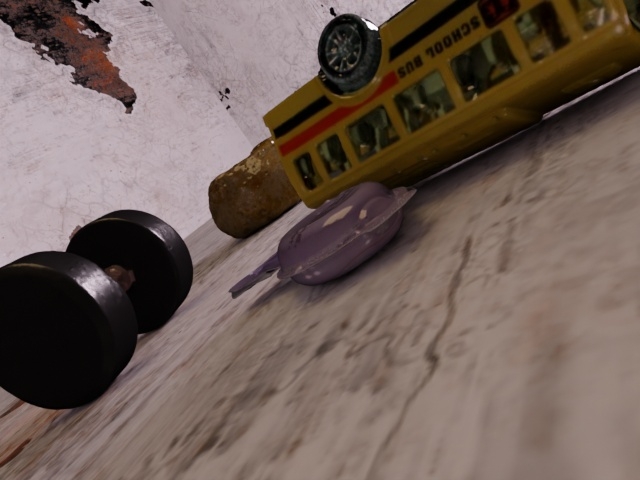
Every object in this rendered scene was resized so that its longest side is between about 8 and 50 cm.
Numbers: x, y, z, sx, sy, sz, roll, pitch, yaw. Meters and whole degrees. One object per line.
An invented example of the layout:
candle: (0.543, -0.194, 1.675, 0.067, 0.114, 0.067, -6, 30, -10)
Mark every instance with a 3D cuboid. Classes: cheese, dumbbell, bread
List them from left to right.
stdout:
dumbbell: (-0.247, 0.063, 0.617, 0.152, 0.152, 0.218, -32, 10, 16)
bread: (-0.106, -0.102, 1.008, 0.230, 0.123, 0.230, -33, 13, 8)
cheese: (0.000, 0.000, 0.416, 0.105, 0.042, 0.191, -40, 10, -30)

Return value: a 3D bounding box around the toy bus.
toy bus: (0.111, -0.132, 0.396, 0.335, 0.123, 0.121, -25, -11, 39)
